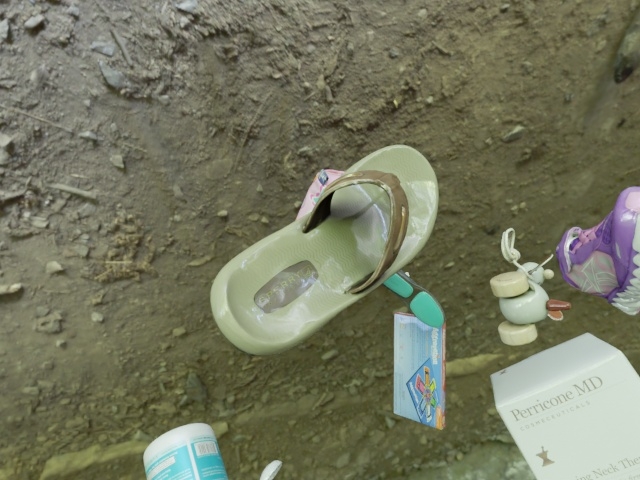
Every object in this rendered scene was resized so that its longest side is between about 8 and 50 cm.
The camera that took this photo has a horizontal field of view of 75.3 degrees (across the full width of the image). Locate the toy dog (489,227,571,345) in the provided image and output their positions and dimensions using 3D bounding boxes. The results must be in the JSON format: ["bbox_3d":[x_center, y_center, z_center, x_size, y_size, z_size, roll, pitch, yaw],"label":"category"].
[{"bbox_3d":[0.541,0.120,1.031,0.160,0.334,0.220,-8,121,38],"label":"toy dog"}]

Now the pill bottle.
[{"bbox_3d":[-0.246,0.513,0.808,0.146,0.264,0.146,-20,142,-16],"label":"pill bottle"}]

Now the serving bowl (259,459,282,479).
[{"bbox_3d":[-0.145,0.658,1.177,0.083,0.027,0.083,-46,157,-26],"label":"serving bowl"}]

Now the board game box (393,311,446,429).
[{"bbox_3d":[0.263,0.341,1.108,0.027,0.145,0.282,-2,93,-47],"label":"board game box"}]

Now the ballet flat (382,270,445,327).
[{"bbox_3d":[0.233,0.134,1.044,0.203,0.074,0.074,41,115,1],"label":"ballet flat"}]

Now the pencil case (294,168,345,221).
[{"bbox_3d":[0.000,0.000,0.814,0.124,0.124,0.284,7,126,-30],"label":"pencil case"}]

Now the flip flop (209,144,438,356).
[{"bbox_3d":[0.027,-0.010,0.361,0.277,0.112,0.080,-35,169,-35],"label":"flip flop"}]

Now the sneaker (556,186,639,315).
[{"bbox_3d":[0.331,0.014,0.483,0.095,0.104,0.236,-60,143,-10],"label":"sneaker"}]

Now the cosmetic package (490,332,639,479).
[{"bbox_3d":[0.707,0.511,1.104,0.329,0.394,0.327,-32,167,16],"label":"cosmetic package"}]
